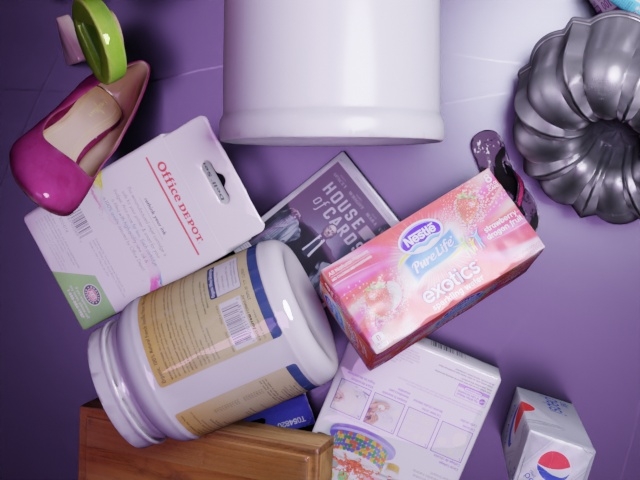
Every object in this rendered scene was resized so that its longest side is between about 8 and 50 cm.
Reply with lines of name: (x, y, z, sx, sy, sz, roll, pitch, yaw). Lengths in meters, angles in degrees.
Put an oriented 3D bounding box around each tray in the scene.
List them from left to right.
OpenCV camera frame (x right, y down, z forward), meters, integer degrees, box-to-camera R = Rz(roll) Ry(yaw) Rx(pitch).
tray: (-0.187, 0.380, 1.744, 0.410, 0.076, 0.203, 6, 99, 20)

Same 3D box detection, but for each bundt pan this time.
bundt pan: (0.420, -0.151, 1.582, 0.330, 0.124, 0.331, 17, 137, 17)

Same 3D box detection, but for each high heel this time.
high heel: (-0.340, -0.167, 1.623, 0.181, 0.377, 0.127, -42, 112, 13)

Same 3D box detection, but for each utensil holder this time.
utensil holder: (0.013, -0.332, 1.601, 0.327, 0.327, 0.386, -1, 92, 6)

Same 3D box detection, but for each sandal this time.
sandal: (0.284, -0.087, 1.732, 0.067, 0.040, 0.179, -25, 92, 7)

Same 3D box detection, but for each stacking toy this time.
stacking toy: (-0.328, -0.394, 1.671, 0.130, 0.309, 0.280, -24, 115, -22)

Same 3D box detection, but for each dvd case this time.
dvd case: (0.000, 0.000, 1.773, 0.238, 0.029, 0.179, -39, 90, 8)

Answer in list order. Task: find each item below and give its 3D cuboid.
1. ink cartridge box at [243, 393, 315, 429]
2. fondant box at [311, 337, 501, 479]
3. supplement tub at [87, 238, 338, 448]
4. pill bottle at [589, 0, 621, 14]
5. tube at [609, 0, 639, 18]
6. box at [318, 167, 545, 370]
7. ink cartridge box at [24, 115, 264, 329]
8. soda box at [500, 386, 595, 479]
ink cartridge box: (-0.146, 0.224, 1.785, 0.223, 0.045, 0.224, -20, 92, 14)
fondant box: (0.112, 0.312, 1.755, 0.238, 0.096, 0.330, 23, 96, 5)
supplement tub: (-0.156, 0.157, 1.634, 0.316, 0.228, 0.228, -24, 92, 8)
pill bottle: (0.532, -0.297, 1.626, 0.169, 0.169, 0.301, -34, 90, 7)
tube: (0.487, -0.303, 1.524, 0.207, 0.052, 0.080, 34, 123, 3)
box: (0.160, 0.044, 1.654, 0.300, 0.142, 0.154, -31, 76, -10)
ink cartridge box: (-0.253, -0.034, 1.716, 0.353, 0.119, 0.207, -27, 92, 20)
soda box: (0.328, 0.298, 1.636, 0.098, 0.286, 0.091, 17, 97, 5)
